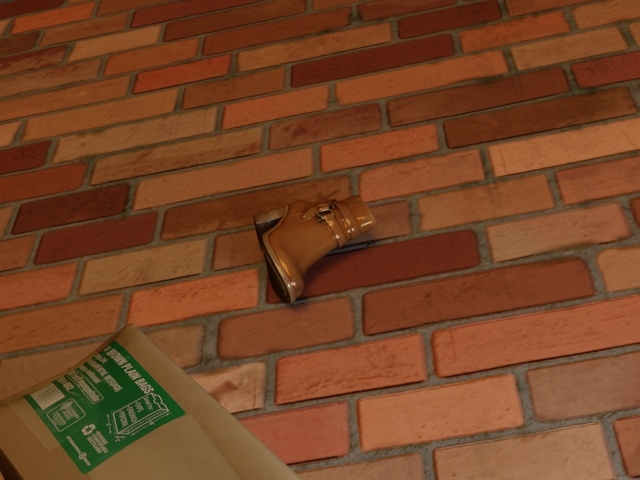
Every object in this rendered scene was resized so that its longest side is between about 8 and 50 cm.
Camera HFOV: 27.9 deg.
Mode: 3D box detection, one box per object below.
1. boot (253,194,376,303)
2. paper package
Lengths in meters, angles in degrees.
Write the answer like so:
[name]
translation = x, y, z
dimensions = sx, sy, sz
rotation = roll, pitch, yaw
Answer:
[boot]
translation = 0.000, 0.000, 1.670
dimensions = 0.152, 0.073, 0.197
rotation = -13, 35, -5
[paper package]
translation = -0.112, 0.276, 1.071
dimensions = 0.168, 0.310, 0.325
rotation = -29, 34, -21
